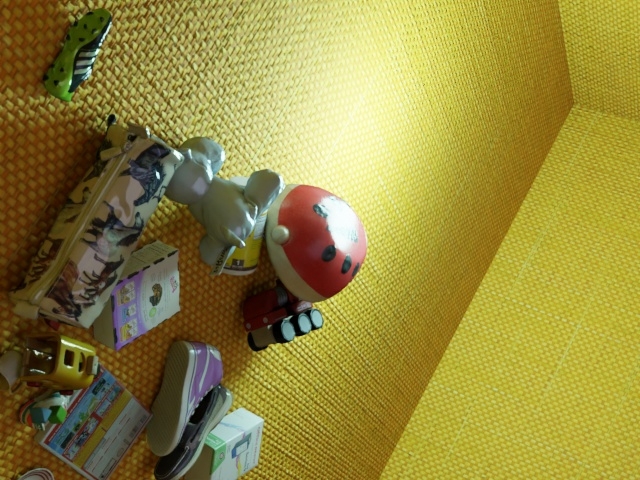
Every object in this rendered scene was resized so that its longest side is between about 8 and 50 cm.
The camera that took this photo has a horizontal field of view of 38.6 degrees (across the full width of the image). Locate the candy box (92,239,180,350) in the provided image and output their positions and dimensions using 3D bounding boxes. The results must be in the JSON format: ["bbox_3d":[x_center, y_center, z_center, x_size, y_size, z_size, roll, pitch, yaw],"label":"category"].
[{"bbox_3d":[-0.389,0.113,1.936,0.196,0.070,0.164,-32,135,-46],"label":"candy box"}]

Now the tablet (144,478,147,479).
[{"bbox_3d":[-0.455,0.626,2.240,0.083,0.006,0.054,-32,135,-46],"label":"tablet"}]

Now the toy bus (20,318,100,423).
[{"bbox_3d":[-0.480,0.240,1.756,0.202,0.105,0.190,-59,139,-57],"label":"toy bus"}]

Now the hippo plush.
[{"bbox_3d":[-0.248,-0.082,1.916,0.234,0.237,0.294,-45,-171,41],"label":"hippo plush"}]

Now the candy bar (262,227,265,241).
[{"bbox_3d":[-0.132,-0.047,2.315,0.161,0.018,0.040,-61,151,-11],"label":"candy bar"}]

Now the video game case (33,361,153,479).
[{"bbox_3d":[-0.490,0.408,2.012,0.204,0.025,0.285,-56,149,-21],"label":"video game case"}]

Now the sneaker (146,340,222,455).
[{"bbox_3d":[-0.311,0.382,2.199,0.161,0.102,0.282,14,96,-56],"label":"sneaker"}]

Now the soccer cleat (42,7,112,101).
[{"bbox_3d":[-0.420,-0.326,1.606,0.178,0.060,0.072,-58,160,-5],"label":"soccer cleat"}]

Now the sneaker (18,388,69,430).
[{"bbox_3d":[-0.525,0.325,1.844,0.161,0.075,0.057,-41,141,-40],"label":"sneaker"}]

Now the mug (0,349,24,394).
[{"bbox_3d":[-0.585,0.243,1.715,0.064,0.062,0.078,-51,171,-44],"label":"mug"}]

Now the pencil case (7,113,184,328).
[{"bbox_3d":[-0.417,-0.026,1.699,0.410,0.160,0.183,-62,159,-10],"label":"pencil case"}]

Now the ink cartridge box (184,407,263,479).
[{"bbox_3d":[-0.256,0.563,2.446,0.212,0.093,0.154,-21,126,-55],"label":"ink cartridge box"}]

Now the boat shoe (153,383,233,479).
[{"bbox_3d":[-0.328,0.467,2.261,0.285,0.103,0.092,-53,130,-21],"label":"boat shoe"}]

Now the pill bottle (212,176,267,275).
[{"bbox_3d":[-0.188,-0.035,2.124,0.117,0.117,0.214,-16,123,-55],"label":"pill bottle"}]

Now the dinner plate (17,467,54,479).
[{"bbox_3d":[-0.613,0.536,1.901,0.141,0.017,0.141,-37,139,-42],"label":"dinner plate"}]

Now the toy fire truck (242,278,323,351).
[{"bbox_3d":[-0.105,0.139,2.389,0.217,0.159,0.246,-16,86,-57],"label":"toy fire truck"}]

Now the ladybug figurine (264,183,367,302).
[{"bbox_3d":[0.000,0.000,2.296,0.449,0.162,0.304,2,78,-70],"label":"ladybug figurine"}]
